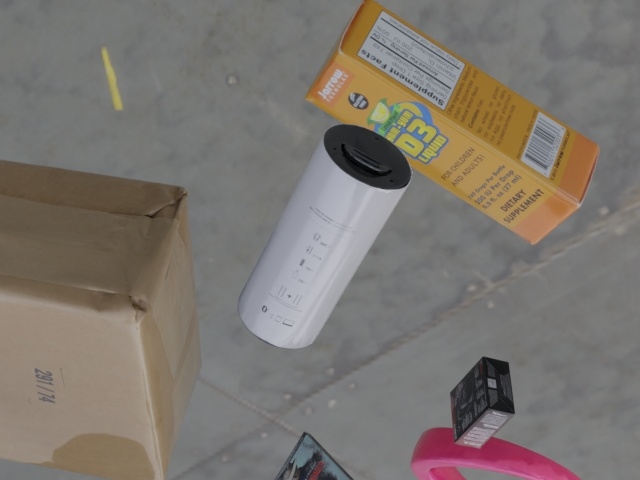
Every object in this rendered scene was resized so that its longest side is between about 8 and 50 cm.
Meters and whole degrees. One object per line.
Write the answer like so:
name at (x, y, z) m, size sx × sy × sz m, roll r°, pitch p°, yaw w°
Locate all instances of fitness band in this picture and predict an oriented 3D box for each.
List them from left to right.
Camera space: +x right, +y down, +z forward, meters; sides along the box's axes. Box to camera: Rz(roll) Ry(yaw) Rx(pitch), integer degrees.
fitness band at (0.220, 0.304, 1.200) m, size 0.209 × 0.054 × 0.291 m, roll 10°, pitch 153°, yaw 30°

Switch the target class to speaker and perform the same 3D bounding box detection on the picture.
speaker at (0.000, 0.000, 0.582) m, size 0.055 × 0.055 × 0.136 m, roll 11°, pitch 130°, yaw -22°

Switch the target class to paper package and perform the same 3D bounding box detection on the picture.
paper package at (-0.288, 0.083, 1.032) m, size 0.309 × 0.168 × 0.325 m, roll 9°, pitch 140°, yaw 6°

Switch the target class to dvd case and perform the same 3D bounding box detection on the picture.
dvd case at (-0.010, 0.282, 1.147) m, size 0.013 × 0.119 × 0.087 m, roll 30°, pitch 94°, yaw -34°

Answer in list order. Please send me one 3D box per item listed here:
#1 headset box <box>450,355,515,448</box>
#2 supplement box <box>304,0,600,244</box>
headset box at (0.161, 0.167, 1.023) m, size 0.032 × 0.062 × 0.083 m, roll 14°, pitch 137°, yaw -14°
supplement box at (0.108, -0.096, 0.830) m, size 0.233 × 0.080 × 0.078 m, roll 33°, pitch 145°, yaw -4°
